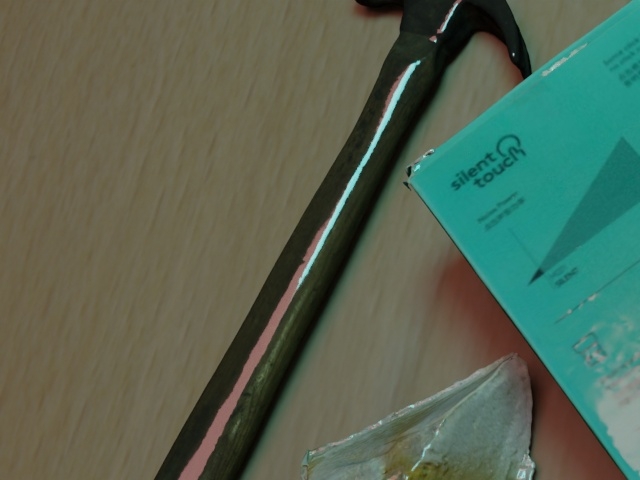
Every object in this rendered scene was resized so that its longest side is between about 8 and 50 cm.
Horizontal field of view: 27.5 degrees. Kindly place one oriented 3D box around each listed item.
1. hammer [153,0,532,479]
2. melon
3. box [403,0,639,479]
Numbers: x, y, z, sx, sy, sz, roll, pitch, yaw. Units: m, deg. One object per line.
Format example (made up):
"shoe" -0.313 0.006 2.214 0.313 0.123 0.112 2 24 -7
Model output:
"hammer" 0.000 0.000 0.896 0.168 0.044 0.440 21 78 35
"melon" 0.041 0.145 0.775 0.139 0.093 0.202 13 68 40
"box" 0.216 0.026 0.723 0.205 0.118 0.311 -37 55 4
